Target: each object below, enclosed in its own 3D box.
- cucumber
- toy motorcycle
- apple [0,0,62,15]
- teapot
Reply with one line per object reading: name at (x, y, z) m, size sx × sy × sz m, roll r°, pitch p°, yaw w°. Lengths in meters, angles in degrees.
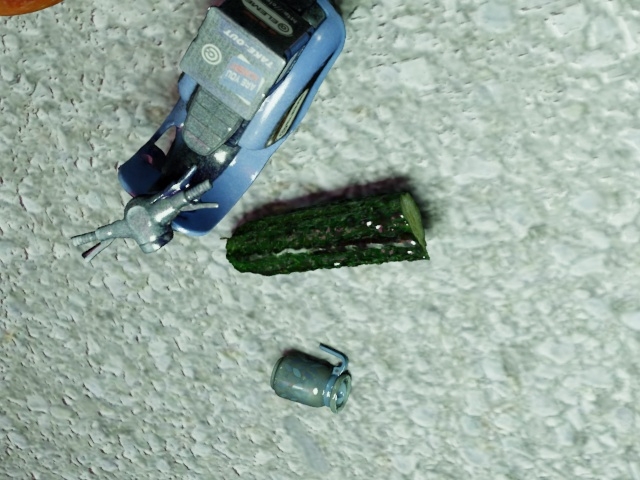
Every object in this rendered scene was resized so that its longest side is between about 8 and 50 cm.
cucumber at (-0.001, -0.001, 1.645) m, size 0.265 × 0.077 × 0.077 m, roll -9°, pitch 115°, yaw 35°
toy motorcycle at (-0.104, -0.109, 1.544) m, size 0.125 × 0.212 × 0.358 m, roll 38°, pitch 132°, yaw 4°
apple at (-0.297, -0.345, 1.485) m, size 0.206 × 0.251 × 0.272 m, roll -1°, pitch 140°, yaw 42°
teapot at (-0.007, 0.149, 1.775) m, size 0.083 × 0.063 × 0.049 m, roll 15°, pitch 158°, yaw 19°
